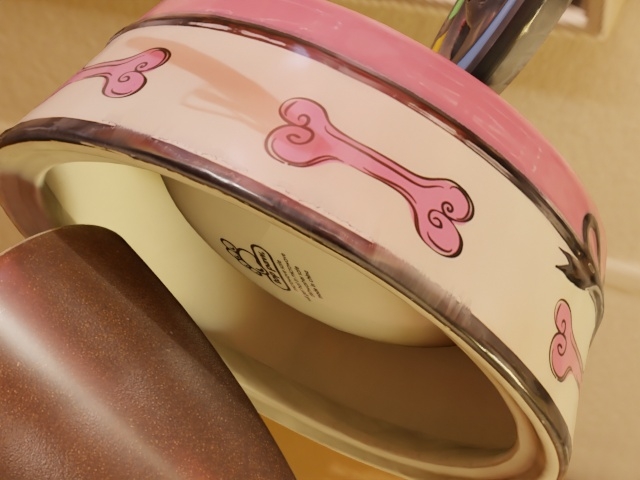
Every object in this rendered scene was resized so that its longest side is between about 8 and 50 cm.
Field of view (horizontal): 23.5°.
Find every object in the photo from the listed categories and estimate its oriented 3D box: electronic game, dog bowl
[{"bbox_3d":[0.125,-0.169,0.986,0.048,0.229,0.229,32,-44,-8],"label":"electronic game"},{"bbox_3d":[0.000,0.000,0.989,0.408,0.150,0.408,26,-20,10],"label":"dog bowl"}]

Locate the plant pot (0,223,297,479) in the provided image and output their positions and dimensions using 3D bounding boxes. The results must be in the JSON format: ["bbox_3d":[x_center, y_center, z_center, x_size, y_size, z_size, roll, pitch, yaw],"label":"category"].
[{"bbox_3d":[-0.116,0.142,0.936,0.230,0.215,0.215,37,-40,25],"label":"plant pot"}]
